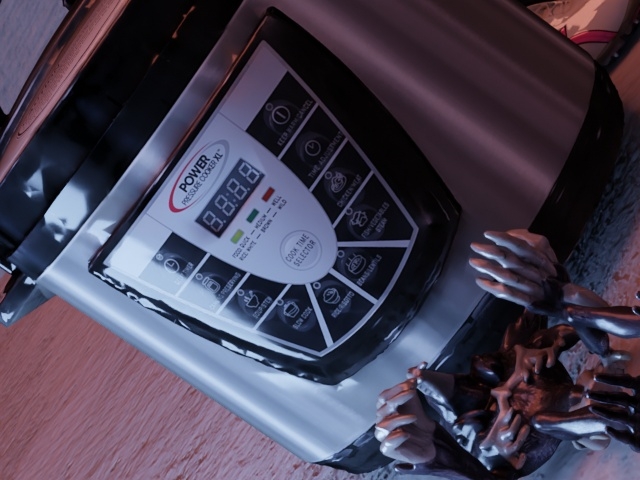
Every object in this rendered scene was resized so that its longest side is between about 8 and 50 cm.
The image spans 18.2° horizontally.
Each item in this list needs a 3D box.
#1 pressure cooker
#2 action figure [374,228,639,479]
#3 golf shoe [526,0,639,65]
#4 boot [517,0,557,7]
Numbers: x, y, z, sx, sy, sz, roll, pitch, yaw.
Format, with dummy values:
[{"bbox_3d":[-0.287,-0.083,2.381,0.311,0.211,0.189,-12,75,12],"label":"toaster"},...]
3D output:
[{"bbox_3d":[-0.050,-0.078,1.415,0.370,0.420,0.375,-60,11,-32],"label":"pressure cooker"},{"bbox_3d":[0.117,0.076,1.154,0.275,0.141,0.164,-22,39,60],"label":"action figure"},{"bbox_3d":[0.176,-0.153,1.551,0.186,0.086,0.067,-45,17,33],"label":"golf shoe"},{"bbox_3d":[0.100,-0.229,1.548,0.263,0.229,0.091,86,177,-52],"label":"boot"}]
